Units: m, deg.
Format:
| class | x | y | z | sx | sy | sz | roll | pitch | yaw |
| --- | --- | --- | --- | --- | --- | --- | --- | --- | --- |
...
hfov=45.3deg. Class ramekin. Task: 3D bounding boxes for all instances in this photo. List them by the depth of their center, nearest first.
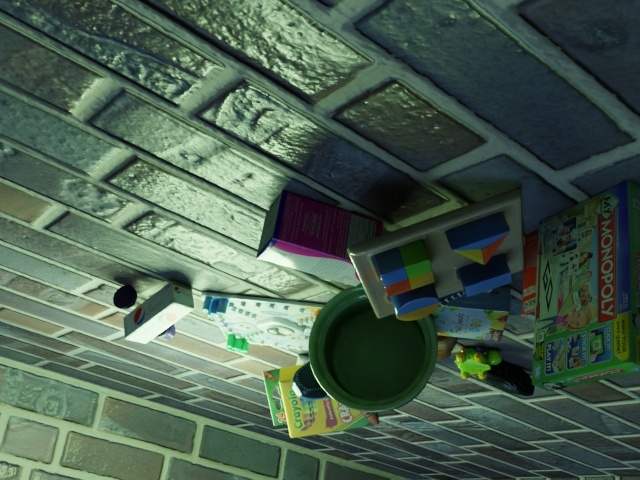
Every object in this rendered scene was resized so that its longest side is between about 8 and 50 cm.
| class | x | y | z | sx | sy | sz | roll | pitch | yaw |
| --- | --- | --- | --- | --- | --- | --- | --- | --- | --- |
| ramekin | 0.133 | 0.265 | 1.836 | 0.303 | 0.304 | 0.148 | 3 | 162 | 14 |

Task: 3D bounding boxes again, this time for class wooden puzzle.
| class | x | y | z | sx | sy | sz | roll | pitch | yaw |
| --- | --- | --- | --- | --- | --- | --- | --- | --- | --- |
| wooden puzzle | 0.239 | 0.053 | 1.465 | 0.321 | 0.081 | 0.348 | -20 | 152 | 5 |

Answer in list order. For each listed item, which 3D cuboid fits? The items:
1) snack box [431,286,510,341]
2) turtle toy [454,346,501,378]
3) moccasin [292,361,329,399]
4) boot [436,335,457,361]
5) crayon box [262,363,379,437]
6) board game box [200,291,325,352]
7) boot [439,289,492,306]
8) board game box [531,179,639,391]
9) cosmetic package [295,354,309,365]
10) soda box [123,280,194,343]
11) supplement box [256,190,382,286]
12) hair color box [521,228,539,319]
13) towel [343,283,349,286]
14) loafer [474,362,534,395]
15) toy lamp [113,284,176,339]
| class | x | y | z | sx | sy | sz | roll | pitch | yaw |
| --- | --- | --- | --- | --- | --- | --- | --- | --- | --- |
| snack box | 0.349 | 0.169 | 1.811 | 0.174 | 0.070 | 0.207 | 5 | 154 | 8 |
| turtle toy | 0.437 | 0.332 | 2.127 | 0.130 | 0.066 | 0.095 | -4 | 129 | 21 |
| moccasin | 0.077 | 0.325 | 2.099 | 0.341 | 0.138 | 0.117 | -20 | 153 | -30 |
| boot | 0.219 | 0.258 | 2.032 | 0.283 | 0.109 | 0.220 | -3 | 157 | 9 |
| crayon box | 0.001 | 0.461 | 2.246 | 0.318 | 0.081 | 0.202 | -10 | 112 | 2 |
| board game box | -0.117 | 0.259 | 2.186 | 0.389 | 0.050 | 0.390 | 5 | 155 | 8 |
| boot | 0.279 | 0.111 | 1.677 | 0.189 | 0.086 | 0.069 | 15 | 174 | -4 |
| board game box | 0.453 | 0.079 | 1.294 | 0.046 | 0.318 | 0.213 | 21 | 152 | -21 |
| cosmetic package | 0.007 | 0.456 | 2.388 | 0.183 | 0.151 | 0.151 | 14 | 180 | -7 |
| soda box | -0.435 | 0.195 | 2.054 | 0.216 | 0.069 | 0.073 | -34 | 141 | 29 |
| supplement box | 0.000 | 0.000 | 1.527 | 0.219 | 0.114 | 0.111 | 18 | 153 | -15 |
| hair color box | 0.438 | 0.072 | 1.459 | 0.093 | 0.167 | 0.053 | 18 | 153 | -17 |
| towel | 0.004 | 0.046 | 1.657 | 0.148 | 0.027 | 0.110 | 31 | -172 | -44 |
| loafer | 0.529 | 0.395 | 2.228 | 0.223 | 0.076 | 0.078 | 27 | 155 | -23 |
| toy lamp | -0.495 | 0.214 | 2.197 | 0.080 | 0.080 | 0.275 | 1 | 151 | 18 |
